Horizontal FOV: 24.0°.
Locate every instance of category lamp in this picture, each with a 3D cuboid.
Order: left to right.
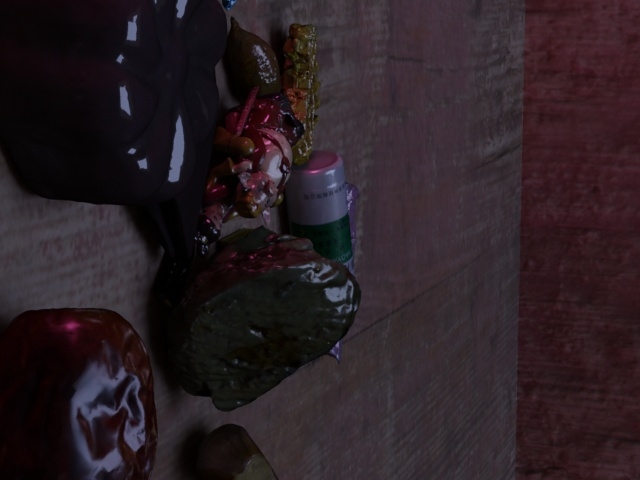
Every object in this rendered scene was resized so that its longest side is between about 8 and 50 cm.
[{"bbox_3d":[-0.093,-0.084,1.902,0.253,0.118,0.118,-72,157,-50],"label":"lamp"}]

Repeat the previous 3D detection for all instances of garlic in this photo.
[{"bbox_3d":[-0.109,0.297,1.958,0.087,0.101,0.196,-46,154,-14],"label":"garlic"}]

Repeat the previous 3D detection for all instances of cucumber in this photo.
[{"bbox_3d":[-0.172,0.026,1.835,0.033,0.034,0.135,64,34,-45],"label":"cucumber"}]

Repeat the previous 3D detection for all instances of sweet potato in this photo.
[{"bbox_3d":[-0.080,-0.206,2.017,0.226,0.068,0.068,72,29,-51],"label":"sweet potato"}]

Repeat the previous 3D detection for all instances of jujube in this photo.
[{"bbox_3d":[-0.251,0.189,1.456,0.183,0.183,0.243,21,66,-70],"label":"jujube"}]

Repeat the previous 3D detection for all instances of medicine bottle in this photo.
[{"bbox_3d":[0.000,0.000,2.230,0.095,0.095,0.260,-54,143,-57],"label":"medicine bottle"}]

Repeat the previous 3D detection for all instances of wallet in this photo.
[{"bbox_3d":[-0.161,-0.115,1.785,0.182,0.049,0.229,83,15,-56],"label":"wallet"}]

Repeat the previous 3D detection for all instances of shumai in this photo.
[{"bbox_3d":[-0.081,0.066,1.871,0.189,0.255,0.218,49,18,-28],"label":"shumai"}]

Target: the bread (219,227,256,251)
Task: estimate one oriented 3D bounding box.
[{"bbox_3d":[-0.105,0.036,2.022,0.090,0.035,0.095,-35,127,-65],"label":"bread"}]

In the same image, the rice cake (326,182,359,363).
[{"bbox_3d":[0.025,0.046,2.369,0.081,0.051,0.290,36,59,-68],"label":"rice cake"}]

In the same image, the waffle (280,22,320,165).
[{"bbox_3d":[-0.034,-0.209,2.147,0.149,0.051,0.194,63,33,-68],"label":"waffle"}]

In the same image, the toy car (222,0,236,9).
[{"bbox_3d":[-0.117,-0.381,1.875,0.126,0.098,0.161,20,103,-43],"label":"toy car"}]

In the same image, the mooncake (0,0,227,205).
[{"bbox_3d":[-0.206,-0.184,1.536,0.306,0.154,0.306,6,90,-72],"label":"mooncake"}]
